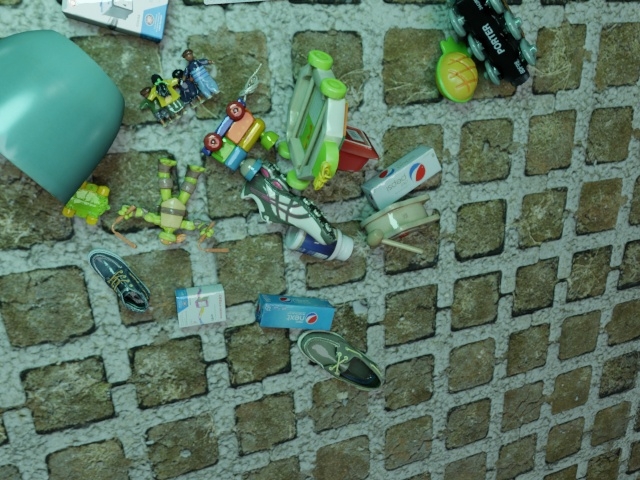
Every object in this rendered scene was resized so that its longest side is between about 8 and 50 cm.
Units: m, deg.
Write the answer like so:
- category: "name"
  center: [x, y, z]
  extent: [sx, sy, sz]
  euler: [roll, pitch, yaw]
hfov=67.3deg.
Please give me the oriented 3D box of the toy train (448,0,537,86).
- category: "toy train"
  center: [0.443, -0.555, 1.241]
  extent: [0.142, 0.190, 0.334]
  euler: [-25, 130, 38]

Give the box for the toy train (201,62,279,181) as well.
- category: "toy train"
  center: [-0.154, -0.271, 1.128]
  extent: [0.143, 0.105, 0.248]
  euler: [36, 92, -13]

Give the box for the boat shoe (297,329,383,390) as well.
- category: "boat shoe"
  center: [0.067, 0.359, 1.438]
  extent: [0.305, 0.091, 0.109]
  euler: [34, 93, -27]

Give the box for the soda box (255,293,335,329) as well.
- category: "soda box"
  center: [-0.071, 0.201, 1.348]
  extent: [0.210, 0.067, 0.071]
  euler: [8, 104, -23]

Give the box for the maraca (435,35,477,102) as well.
- category: "maraca"
  center: [0.365, -0.457, 1.291]
  extent: [0.127, 0.099, 0.185]
  euler: [8, 77, -27]

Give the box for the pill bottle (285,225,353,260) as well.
- category: "pill bottle"
  center: [0.000, 0.000, 1.295]
  extent: [0.169, 0.094, 0.094]
  euler: [18, 100, -25]

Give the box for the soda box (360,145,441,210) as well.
- category: "soda box"
  center: [0.225, -0.175, 1.340]
  extent: [0.216, 0.069, 0.074]
  euler: [-34, 116, -7]

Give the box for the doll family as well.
- category: "doll family"
  center: [-0.318, -0.345, 1.079]
  extent: [0.193, 0.076, 0.111]
  euler: [-37, 112, -12]

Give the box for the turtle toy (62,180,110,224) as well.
- category: "turtle toy"
  center: [-0.536, -0.097, 1.074]
  extent: [0.130, 0.066, 0.095]
  euler: [23, 98, -25]

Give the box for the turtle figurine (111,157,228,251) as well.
- category: "turtle figurine"
  center: [-0.338, -0.076, 1.147]
  extent: [0.270, 0.087, 0.217]
  euler: [12, 95, -15]

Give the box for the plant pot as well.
- category: "plant pot"
  center: [-0.525, -0.251, 0.918]
  extent: [0.293, 0.293, 0.235]
  euler: [46, 73, -26]

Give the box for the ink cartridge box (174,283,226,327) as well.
- category: "ink cartridge box"
  center: [-0.311, 0.169, 1.254]
  extent: [0.123, 0.052, 0.088]
  euler: [-7, 109, -20]

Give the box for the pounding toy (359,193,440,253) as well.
- category: "pounding toy"
  center: [0.214, -0.014, 1.322]
  extent: [0.270, 0.154, 0.154]
  euler: [-17, 78, -32]

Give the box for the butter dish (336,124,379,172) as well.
- category: "butter dish"
  center: [0.048, -0.226, 1.228]
  extent: [0.160, 0.160, 0.118]
  euler: [11, 125, -23]

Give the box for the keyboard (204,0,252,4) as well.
- category: "keyboard"
  center: [-0.143, -0.586, 1.097]
  extent: [0.256, 0.014, 0.072]
  euler: [-13, 111, -17]

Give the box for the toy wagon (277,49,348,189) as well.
- category: "toy wagon"
  center: [-0.013, -0.240, 1.072]
  extent: [0.068, 0.344, 0.267]
  euler: [3, 136, -23]

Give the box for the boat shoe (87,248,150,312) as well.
- category: "boat shoe"
  center: [-0.477, 0.095, 1.149]
  extent: [0.065, 0.083, 0.183]
  euler: [-43, 116, -4]

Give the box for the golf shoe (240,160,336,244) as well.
- category: "golf shoe"
  center: [-0.076, -0.072, 1.201]
  extent: [0.273, 0.105, 0.120]
  euler: [45, 99, 11]

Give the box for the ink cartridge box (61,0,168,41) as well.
- category: "ink cartridge box"
  center: [-0.413, -0.504, 0.983]
  extent: [0.191, 0.082, 0.139]
  euler: [7, 104, -24]
